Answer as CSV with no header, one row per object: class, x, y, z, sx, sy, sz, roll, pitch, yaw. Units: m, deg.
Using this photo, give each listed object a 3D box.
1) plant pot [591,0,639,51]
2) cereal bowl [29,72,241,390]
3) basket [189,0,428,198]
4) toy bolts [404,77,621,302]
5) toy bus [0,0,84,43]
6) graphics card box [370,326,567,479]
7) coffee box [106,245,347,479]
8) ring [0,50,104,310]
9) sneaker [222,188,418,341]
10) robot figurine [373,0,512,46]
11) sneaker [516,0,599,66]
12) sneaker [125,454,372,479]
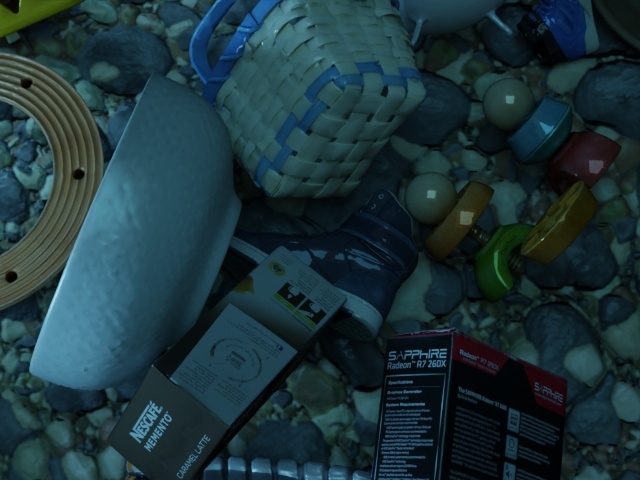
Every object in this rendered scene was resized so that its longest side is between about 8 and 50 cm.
plant pot,0.462,-0.364,1.666,0.263,0.263,0.229,25,56,7
cereal bowl,-0.175,0.006,1.493,0.141,0.339,0.339,22,74,-8
basket,-0.031,-0.200,1.588,0.201,0.255,0.289,-6,55,-43
toy bolts,0.215,-0.078,1.580,0.158,0.218,0.228,39,69,-3
toy bus,-0.380,-0.288,1.693,0.202,0.104,0.191,0,37,31
graphics card box,0.147,0.296,1.451,0.094,0.233,0.371,-8,68,38
coffee box,-0.093,0.131,1.478,0.098,0.141,0.246,39,40,6
ring,-0.409,-0.064,1.642,0.337,0.032,0.336,-2,68,6
sneaker,0.001,0.001,1.619,0.226,0.086,0.163,25,66,16
robot figurine,0.119,-0.390,1.674,0.300,0.200,0.353,-13,74,-5
sneaker,0.270,-0.275,1.682,0.085,0.152,0.058,-21,33,-2
sneaker,-0.056,0.322,1.510,0.321,0.124,0.180,2,77,12
